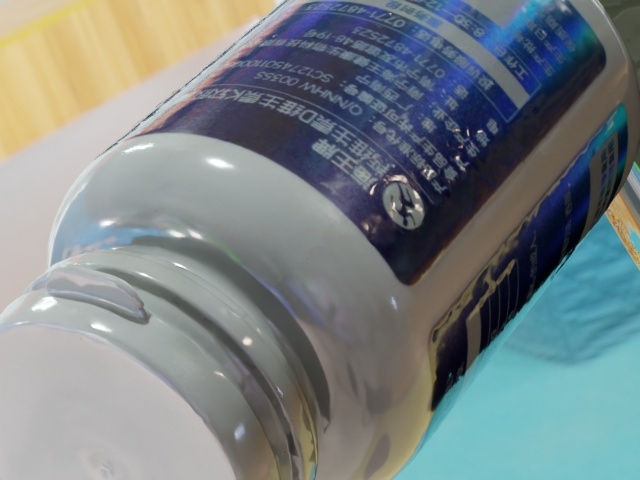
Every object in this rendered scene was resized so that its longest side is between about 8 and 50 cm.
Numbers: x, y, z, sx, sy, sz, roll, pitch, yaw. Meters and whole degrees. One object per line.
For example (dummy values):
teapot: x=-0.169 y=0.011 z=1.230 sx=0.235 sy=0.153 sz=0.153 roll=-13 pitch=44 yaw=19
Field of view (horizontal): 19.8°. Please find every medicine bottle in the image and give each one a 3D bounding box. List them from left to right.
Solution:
medicine bottle: x=0.000 y=0.000 z=0.471 sx=0.107 sy=0.107 sz=0.191 roll=-6 pitch=28 yaw=39

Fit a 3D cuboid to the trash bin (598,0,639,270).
trash bin: x=0.199 y=0.002 z=0.642 sx=0.164 sy=0.241 sz=0.122 roll=-28 pitch=-10 yaw=4
